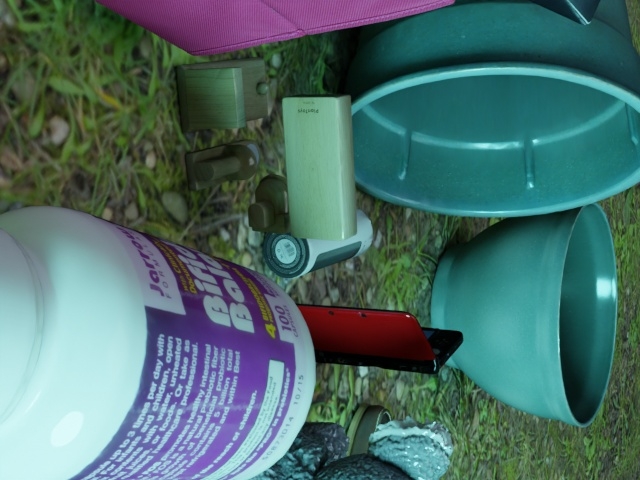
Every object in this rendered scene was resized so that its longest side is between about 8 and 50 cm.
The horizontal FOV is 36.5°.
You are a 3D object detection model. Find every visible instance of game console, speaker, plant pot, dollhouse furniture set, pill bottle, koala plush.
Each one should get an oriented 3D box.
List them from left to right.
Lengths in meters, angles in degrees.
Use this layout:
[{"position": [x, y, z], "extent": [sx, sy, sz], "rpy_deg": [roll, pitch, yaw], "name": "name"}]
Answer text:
[{"position": [-0.142, 0.072, 0.617], "extent": [0.301, 0.169, 0.169], "rpy_deg": [23, 71, -59], "name": "pill bottle"}, {"position": [-0.021, -0.085, 0.841], "extent": [0.123, 0.151, 0.144], "rpy_deg": [-24, 114, -58], "name": "dollhouse furniture set"}, {"position": [0.000, 0.000, 0.978], "extent": [0.136, 0.055, 0.055], "rpy_deg": [-16, 105, -60], "name": "speaker"}, {"position": [0.004, 0.235, 0.826], "extent": [0.203, 0.221, 0.196], "rpy_deg": [45, 53, -51], "name": "koala plush"}, {"position": [0.058, 0.084, 0.990], "extent": [0.124, 0.144, 0.085], "rpy_deg": [-35, 122, -55], "name": "game console"}, {"position": [0.184, -0.242, 1.051], "extent": [0.341, 0.341, 0.334], "rpy_deg": [35, 53, -55], "name": "plant pot"}, {"position": [0.268, 0.093, 1.307], "extent": [0.293, 0.196, 0.293], "rpy_deg": [-3, 94, -59], "name": "plant pot"}]

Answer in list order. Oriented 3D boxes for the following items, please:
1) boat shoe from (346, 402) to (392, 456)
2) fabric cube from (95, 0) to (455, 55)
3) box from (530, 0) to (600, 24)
[{"position": [0.058, 0.285, 1.074], "extent": [0.073, 0.073, 0.207], "rpy_deg": [39, 57, -53], "name": "boat shoe"}, {"position": [-0.071, -0.294, 0.609], "extent": [0.258, 0.259, 0.254], "rpy_deg": [21, 73, -47], "name": "fabric cube"}, {"position": [0.137, -0.407, 0.813], "extent": [0.179, 0.343, 0.313], "rpy_deg": [13, 107, -59], "name": "box"}]
